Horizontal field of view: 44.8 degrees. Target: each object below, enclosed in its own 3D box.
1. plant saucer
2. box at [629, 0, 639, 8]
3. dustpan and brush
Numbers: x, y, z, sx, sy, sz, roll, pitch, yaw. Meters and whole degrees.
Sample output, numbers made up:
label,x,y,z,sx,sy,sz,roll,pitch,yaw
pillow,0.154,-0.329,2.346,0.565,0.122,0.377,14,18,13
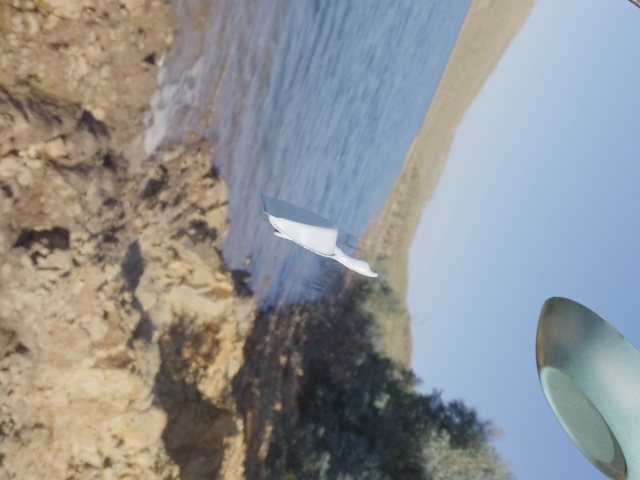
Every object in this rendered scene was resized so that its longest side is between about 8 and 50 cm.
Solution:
label,x,y,z,sx,sy,sz,roll,pitch,yaw
plant saucer,0.224,0.138,0.623,0.037,0.195,0.195,-29,169,-8
box,0.477,-0.374,0.765,0.381,0.191,0.143,-54,180,28
dustpan and brush,0.000,0.000,1.198,0.147,0.211,0.060,-114,-136,-73
